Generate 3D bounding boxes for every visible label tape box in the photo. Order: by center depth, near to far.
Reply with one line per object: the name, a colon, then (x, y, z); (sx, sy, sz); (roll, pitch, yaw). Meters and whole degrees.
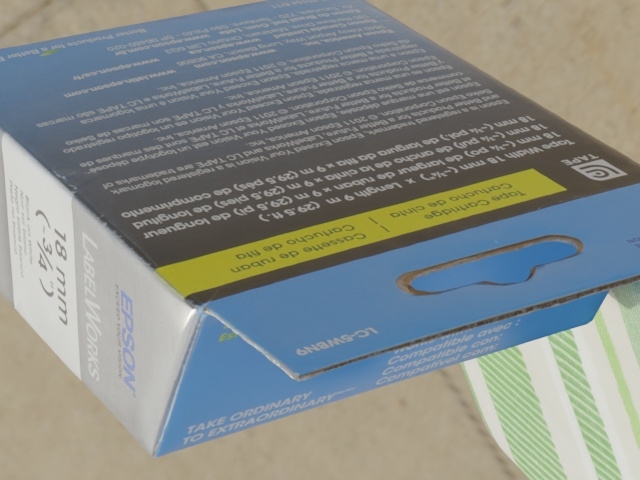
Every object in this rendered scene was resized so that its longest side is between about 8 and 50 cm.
label tape box: (0.000, 0.000, 0.897); (0.333, 0.240, 0.106); (39, 135, 48)

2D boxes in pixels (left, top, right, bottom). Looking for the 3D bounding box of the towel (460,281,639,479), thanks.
towel: (0.145, 0.074, 1.073); (0.325, 0.038, 0.248); (32, 146, 64)
